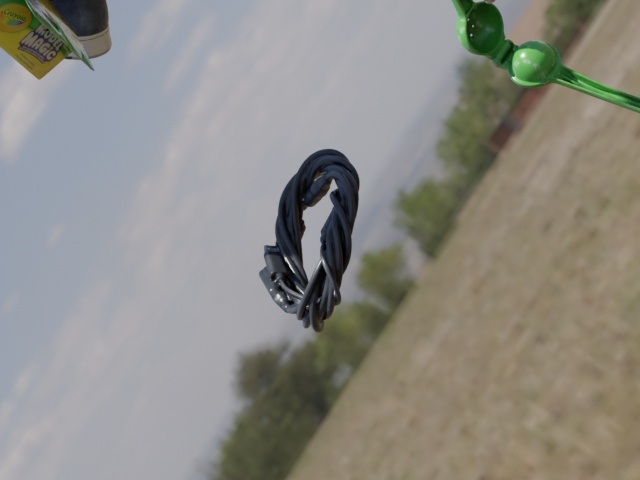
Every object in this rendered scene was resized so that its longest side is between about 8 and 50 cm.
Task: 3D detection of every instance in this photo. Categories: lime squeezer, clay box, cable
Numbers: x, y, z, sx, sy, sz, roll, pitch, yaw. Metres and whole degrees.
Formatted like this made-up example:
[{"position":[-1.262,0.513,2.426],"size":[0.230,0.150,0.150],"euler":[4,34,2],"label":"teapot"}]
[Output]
[{"position":[0.209,-0.211,1.980],"size":[0.059,0.310,0.110],"euler":[-57,5,-37],"label":"lime squeezer"},{"position":[-0.276,-0.220,1.538],"size":[0.053,0.222,0.127],"euler":[-39,-25,3],"label":"clay box"},{"position":[0.000,0.000,1.730],"size":[0.151,0.047,0.184],"euler":[-65,21,14],"label":"cable"}]

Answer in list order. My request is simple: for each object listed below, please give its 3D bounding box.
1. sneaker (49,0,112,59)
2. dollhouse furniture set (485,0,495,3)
[{"position":[-0.297,-0.252,1.688],"size":[0.086,0.226,0.163],"euler":[-76,-11,-58],"label":"sneaker"},{"position":[0.124,-0.248,1.542],"size":[0.182,0.101,0.161],"euler":[-19,13,-4],"label":"dollhouse furniture set"}]
